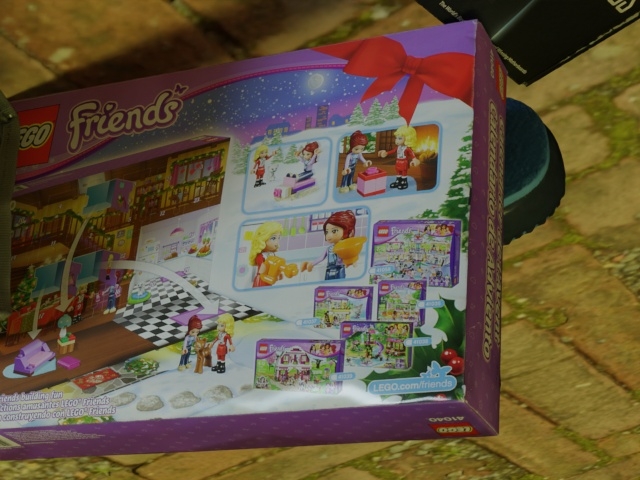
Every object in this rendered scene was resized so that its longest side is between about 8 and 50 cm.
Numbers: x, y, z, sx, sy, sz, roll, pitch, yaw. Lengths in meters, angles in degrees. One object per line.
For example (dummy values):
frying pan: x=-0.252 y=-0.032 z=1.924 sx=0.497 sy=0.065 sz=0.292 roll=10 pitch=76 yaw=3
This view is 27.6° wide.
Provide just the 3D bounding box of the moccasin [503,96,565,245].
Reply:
moccasin: x=0.000 y=0.000 z=0.838 sx=0.342 sy=0.138 sz=0.117 roll=-14 pitch=137 yaw=27

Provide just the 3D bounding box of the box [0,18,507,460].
box: x=-0.052 y=0.006 z=0.674 sx=0.293 sy=0.201 sz=0.057 roll=-6 pitch=153 yaw=23

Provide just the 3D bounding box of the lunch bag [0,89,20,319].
lunch bag: x=-0.295 y=-0.069 z=0.578 sx=0.235 sy=0.169 sz=0.287 roll=-13 pitch=141 yaw=7

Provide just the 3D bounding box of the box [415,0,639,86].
box: x=0.106 y=-0.173 z=0.633 sx=0.147 sy=0.078 sz=0.180 roll=-31 pitch=144 yaw=26
